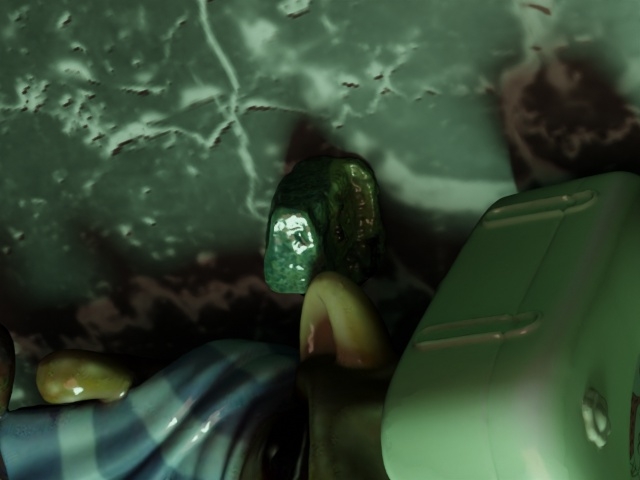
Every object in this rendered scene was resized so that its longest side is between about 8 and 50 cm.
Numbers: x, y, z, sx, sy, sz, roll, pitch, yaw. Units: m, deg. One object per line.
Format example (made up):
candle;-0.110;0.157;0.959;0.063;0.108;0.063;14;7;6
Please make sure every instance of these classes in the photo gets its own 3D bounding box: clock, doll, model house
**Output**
clock;0.160;0.148;0.866;0.109;0.265;0.324;-12;114;29
doll;-0.055;0.171;0.941;0.340;0.209;0.318;-14;113;34
model house;0.000;0.000;0.941;0.066;0.083;0.078;2;115;14
